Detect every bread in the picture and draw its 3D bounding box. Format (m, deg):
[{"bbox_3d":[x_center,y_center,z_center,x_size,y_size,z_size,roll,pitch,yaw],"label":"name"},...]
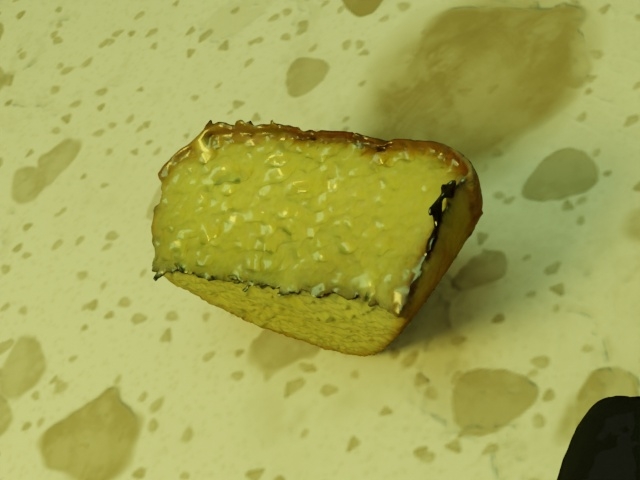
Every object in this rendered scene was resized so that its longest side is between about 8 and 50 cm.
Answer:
[{"bbox_3d":[0.009,0.004,0.980,0.260,0.134,0.129,7,68,41],"label":"bread"}]

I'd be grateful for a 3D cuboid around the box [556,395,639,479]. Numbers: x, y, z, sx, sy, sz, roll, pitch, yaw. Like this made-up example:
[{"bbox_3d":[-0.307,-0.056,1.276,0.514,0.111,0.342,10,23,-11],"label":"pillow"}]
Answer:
[{"bbox_3d":[0.216,0.234,0.632,0.290,0.073,0.289,19,62,8],"label":"box"}]
